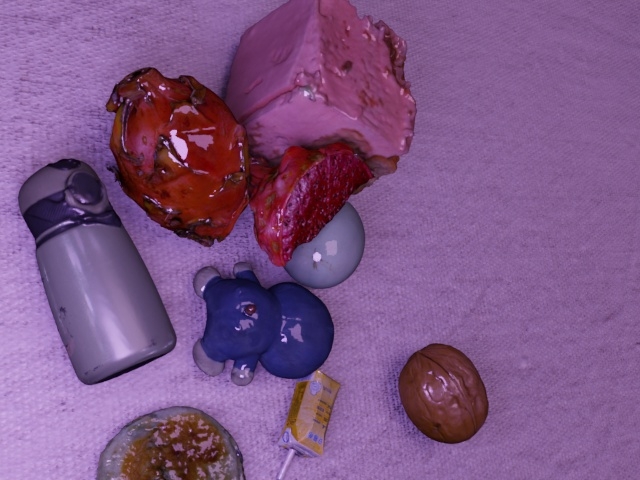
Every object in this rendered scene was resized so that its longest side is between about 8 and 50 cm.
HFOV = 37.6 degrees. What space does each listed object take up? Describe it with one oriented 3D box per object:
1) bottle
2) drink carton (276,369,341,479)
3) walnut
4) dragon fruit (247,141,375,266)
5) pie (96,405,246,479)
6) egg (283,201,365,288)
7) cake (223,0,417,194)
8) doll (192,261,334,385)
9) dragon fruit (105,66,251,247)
[{"bbox_3d":[-0.361,0.043,1.482,0.168,0.168,0.347,-20,85,-41],"label":"bottle"},{"bbox_3d":[-0.028,0.338,1.706,0.084,0.074,0.200,38,54,-33],"label":"drink carton"},{"bbox_3d":[0.244,0.306,1.881,0.167,0.167,0.207,-37,101,-40],"label":"walnut"},{"bbox_3d":[-0.065,-0.095,1.668,0.262,0.211,0.134,-48,130,-31],"label":"dragon fruit"},{"bbox_3d":[-0.236,0.414,1.517,0.302,0.067,0.302,14,66,-34],"label":"pie"},{"bbox_3d":[0.000,0.000,1.768,0.168,0.168,0.231,44,21,-19],"label":"egg"},{"bbox_3d":[0.007,-0.279,1.811,0.307,0.293,0.314,28,53,-32],"label":"cake"},{"bbox_3d":[-0.095,0.150,1.684,0.258,0.154,0.228,18,60,-41],"label":"doll"},{"bbox_3d":[-0.238,-0.149,1.605,0.315,0.250,0.250,44,53,-16],"label":"dragon fruit"}]
